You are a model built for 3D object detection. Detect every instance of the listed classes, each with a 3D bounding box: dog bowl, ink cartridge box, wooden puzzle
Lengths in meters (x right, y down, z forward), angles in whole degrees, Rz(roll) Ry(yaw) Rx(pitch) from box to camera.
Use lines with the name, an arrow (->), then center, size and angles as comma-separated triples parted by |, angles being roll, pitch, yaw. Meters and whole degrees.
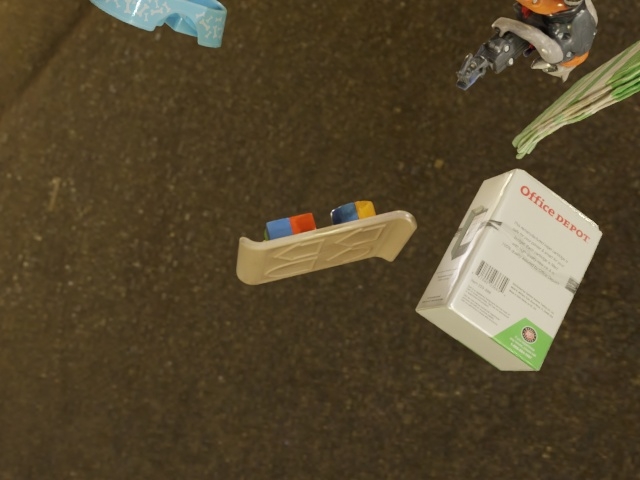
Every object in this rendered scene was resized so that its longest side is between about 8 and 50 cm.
dog bowl -> -0.308, -0.462, 2.064 | 0.166, 0.297, 0.074 | 43, 114, 39
ink cartridge box -> 0.334, 0.053, 1.848 | 0.289, 0.211, 0.121 | -59, 15, -18
wooden puzzle -> 0.000, 0.000, 2.173 | 0.322, 0.347, 0.081 | 111, 149, -74

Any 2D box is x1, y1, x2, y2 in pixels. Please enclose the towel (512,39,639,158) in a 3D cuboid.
towel -> 0.439, -0.241, 1.515 | 0.038, 0.248, 0.325 | 52, 144, -4

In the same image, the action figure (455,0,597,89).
action figure -> 0.403, -0.389, 1.908 | 0.341, 0.330, 0.178 | -46, 59, -6
